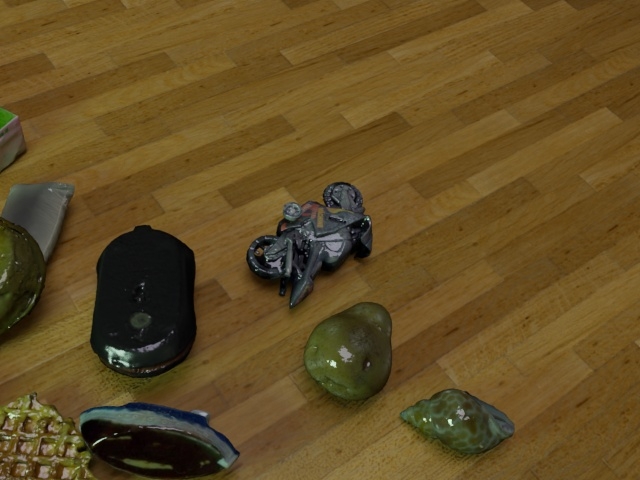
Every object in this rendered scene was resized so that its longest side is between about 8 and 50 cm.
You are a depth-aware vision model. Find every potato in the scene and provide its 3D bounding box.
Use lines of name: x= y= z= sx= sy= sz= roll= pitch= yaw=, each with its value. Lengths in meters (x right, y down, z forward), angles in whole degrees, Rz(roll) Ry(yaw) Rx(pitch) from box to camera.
potato: x=0.059 y=0.187 z=1.384 sx=0.157 sy=0.157 sz=0.194 roll=26 pitch=51 yaw=11

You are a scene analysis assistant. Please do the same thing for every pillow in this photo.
pillow: x=-0.564 y=-0.011 z=1.475 sx=0.144 sy=0.078 sz=0.254 roll=3 pitch=51 yaw=7

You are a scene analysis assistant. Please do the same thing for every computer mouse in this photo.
computer mouse: x=-0.312 y=0.114 z=1.396 sx=0.183 sy=0.116 sz=0.323 roll=0 pitch=46 yaw=-8

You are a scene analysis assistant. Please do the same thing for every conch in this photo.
conch: x=0.246 y=0.313 z=1.349 sx=0.173 sy=0.106 sz=0.116 roll=16 pitch=26 yaw=-21

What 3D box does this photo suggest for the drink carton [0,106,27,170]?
drink carton: x=-0.755 y=-0.230 z=1.591 sx=0.271 sy=0.108 sz=0.161 roll=28 pitch=56 yaw=11

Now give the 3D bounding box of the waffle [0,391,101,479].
waffle: x=-0.474 y=0.371 z=1.209 sx=0.245 sy=0.052 sz=0.254 roll=40 pitch=58 yaw=18

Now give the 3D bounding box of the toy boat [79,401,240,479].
toy boat: x=-0.259 y=0.312 z=1.263 sx=0.262 sy=0.114 sz=0.115 roll=9 pitch=19 yaw=-8

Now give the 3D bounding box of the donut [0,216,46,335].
donut: x=-0.613 y=0.064 z=1.335 sx=0.272 sy=0.107 sz=0.272 roll=-3 pitch=66 yaw=7

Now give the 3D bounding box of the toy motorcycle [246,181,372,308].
toy motorcycle: x=0.000 y=0.000 z=1.547 sx=0.173 sy=0.108 sz=0.307 roll=41 pitch=59 yaw=15
